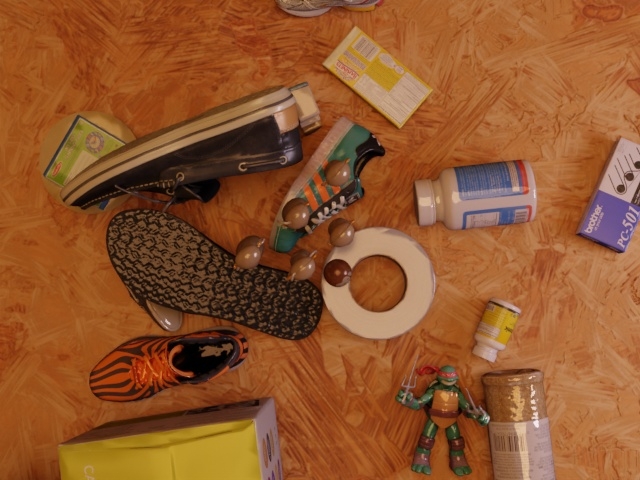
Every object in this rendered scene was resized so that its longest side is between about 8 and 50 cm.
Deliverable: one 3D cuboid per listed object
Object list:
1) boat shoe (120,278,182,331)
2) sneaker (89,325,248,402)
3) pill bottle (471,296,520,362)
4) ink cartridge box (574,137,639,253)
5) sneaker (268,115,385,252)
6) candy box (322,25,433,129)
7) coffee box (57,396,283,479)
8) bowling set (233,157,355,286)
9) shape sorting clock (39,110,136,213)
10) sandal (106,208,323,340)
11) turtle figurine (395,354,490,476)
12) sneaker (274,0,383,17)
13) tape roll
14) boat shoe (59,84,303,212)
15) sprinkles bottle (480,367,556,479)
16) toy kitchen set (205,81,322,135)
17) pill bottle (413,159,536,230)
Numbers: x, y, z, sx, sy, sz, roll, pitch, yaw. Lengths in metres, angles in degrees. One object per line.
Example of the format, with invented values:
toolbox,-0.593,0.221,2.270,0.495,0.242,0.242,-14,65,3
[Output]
boat shoe,-0.346,0.094,1.769,0.065,0.075,0.206,-30,91,43
sneaker,-0.300,0.230,1.685,0.321,0.180,0.124,-18,85,0
pill bottle,0.337,0.174,1.726,0.065,0.065,0.116,24,88,3
ink cartridge box,0.588,-0.087,1.745,0.097,0.046,0.207,24,87,4
sneaker,0.014,-0.091,1.734,0.121,0.108,0.302,32,86,8
candy box,0.114,-0.327,1.788,0.206,0.027,0.105,41,91,4
coffee box,-0.242,0.484,1.588,0.338,0.334,0.337,-8,86,1
bowling set,0.000,0.000,1.617,0.200,0.154,0.287,44,93,-7
shape sorting clock,-0.461,-0.156,1.788,0.206,0.040,0.206,0,96,-4
sandal,-0.214,0.078,1.745,0.446,0.107,0.167,25,86,-9
turtle figurine,0.236,0.327,1.694,0.175,0.118,0.234,5,102,17
sneaker,0.017,-0.504,1.771,0.225,0.093,0.088,-6,86,2
tape roll,0.111,0.084,1.737,0.219,0.072,0.219,0,85,3
boat shoe,-0.260,-0.136,1.654,0.500,0.187,0.156,-18,107,15
sprinkles bottle,0.382,0.425,1.678,0.121,0.121,0.355,-6,86,2
toy kitchen set,-0.115,-0.245,1.720,0.207,0.166,0.122,-24,86,0
pill bottle,0.294,-0.085,1.716,0.222,0.124,0.124,-6,86,1
